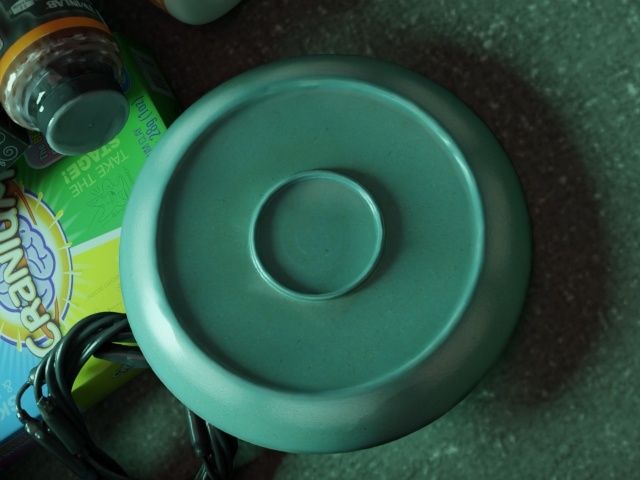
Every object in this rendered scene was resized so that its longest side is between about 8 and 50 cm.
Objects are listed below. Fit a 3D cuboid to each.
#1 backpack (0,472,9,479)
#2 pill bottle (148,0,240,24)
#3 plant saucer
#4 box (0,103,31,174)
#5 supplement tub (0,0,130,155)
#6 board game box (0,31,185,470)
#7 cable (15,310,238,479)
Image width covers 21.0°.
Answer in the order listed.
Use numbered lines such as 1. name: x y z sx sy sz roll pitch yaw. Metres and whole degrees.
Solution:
1. backpack: -0.378 0.356 1.372 0.290 0.273 0.355 -3 63 32
2. pill bottle: -0.155 -0.276 1.418 0.216 0.121 0.121 34 97 24
3. plant saucer: 0.000 0.000 1.300 0.318 0.043 0.317 -2 73 5
4. box: -0.361 -0.129 1.432 0.163 0.142 0.247 -42 41 14
5. supplement tub: -0.222 -0.159 1.369 0.106 0.106 0.198 -42 60 13
6. board game box: -0.224 0.017 1.439 0.316 0.064 0.242 -35 71 16
7. cable: -0.139 0.139 1.363 0.184 0.047 0.150 43 104 -9
